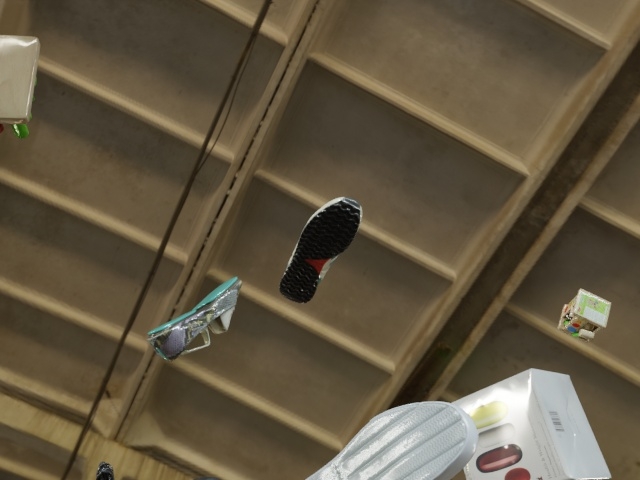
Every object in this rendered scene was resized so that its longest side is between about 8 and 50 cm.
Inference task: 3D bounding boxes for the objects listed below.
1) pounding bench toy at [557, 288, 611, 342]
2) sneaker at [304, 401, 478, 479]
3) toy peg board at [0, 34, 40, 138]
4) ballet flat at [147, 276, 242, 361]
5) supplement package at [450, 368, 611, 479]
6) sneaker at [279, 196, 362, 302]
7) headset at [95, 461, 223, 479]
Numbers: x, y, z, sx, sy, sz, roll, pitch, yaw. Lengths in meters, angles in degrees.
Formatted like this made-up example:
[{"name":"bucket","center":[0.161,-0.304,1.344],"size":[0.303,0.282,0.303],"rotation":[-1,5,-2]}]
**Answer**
[{"name":"pounding bench toy","center":[0.418,0.135,0.914],"size":[0.052,0.083,0.065],"rotation":[26,-35,10]},{"name":"sneaker","center":[0.070,0.258,0.618],"size":[0.258,0.094,0.091],"rotation":[-39,-48,24]},{"name":"toy peg board","center":[-0.522,-0.232,0.881],"size":[0.161,0.161,0.079],"rotation":[-1,-26,-12]},{"name":"ballet flat","center":[-0.105,0.073,0.510],"size":[0.041,0.114,0.041],"rotation":[14,-62,27]},{"name":"supplement package","center":[0.381,0.373,1.068],"size":[0.149,0.194,0.203],"rotation":[18,-43,-37]},{"name":"sneaker","center":[0.000,0.000,0.695],"size":[0.057,0.075,0.161],"rotation":[26,-58,-7]},{"name":"headset","center":[-0.254,0.511,1.006],"size":[0.395,0.243,0.185],"rotation":[2,-67,36]}]
